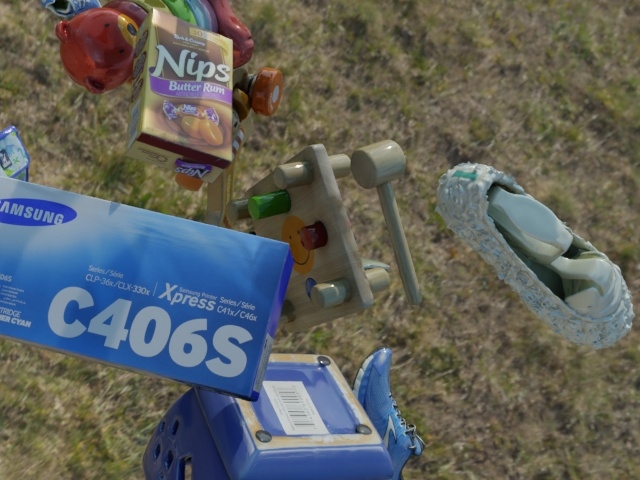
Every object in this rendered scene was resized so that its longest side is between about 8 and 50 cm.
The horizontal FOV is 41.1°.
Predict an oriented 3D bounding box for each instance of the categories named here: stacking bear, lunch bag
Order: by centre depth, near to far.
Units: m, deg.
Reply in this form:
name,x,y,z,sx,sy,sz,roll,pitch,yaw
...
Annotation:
name,x,y,z,sx,sy,sz,roll,pitch,yaw
stacking bear,-0.255,-0.293,1.234,0.289,0.164,0.176,-39,110,-54
lunch bag,-0.651,-0.141,1.701,0.096,0.151,0.129,22,38,11

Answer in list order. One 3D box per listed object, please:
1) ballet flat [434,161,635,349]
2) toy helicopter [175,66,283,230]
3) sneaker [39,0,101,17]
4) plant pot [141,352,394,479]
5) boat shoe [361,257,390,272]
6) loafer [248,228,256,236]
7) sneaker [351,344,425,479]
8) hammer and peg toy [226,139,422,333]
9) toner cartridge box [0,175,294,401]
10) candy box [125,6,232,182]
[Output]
name,x,y,z,sx,sy,sz,roll,pitch,yaw
ballet flat,0.341,0.031,1.259,0.408,0.147,0.147,36,55,-16
toy helicopter,-0.178,-0.137,1.509,0.140,0.355,0.235,15,36,11
sneaker,-0.591,-0.552,1.993,0.211,0.080,0.081,4,58,-61
plant pot,-0.062,0.268,1.030,0.235,0.212,0.236,7,29,-29
boat shoe,0.078,0.075,1.804,0.227,0.081,0.069,2,99,-61
loafer,-0.109,-0.012,1.783,0.078,0.080,0.220,24,48,0
sneaker,0.139,0.375,1.714,0.147,0.130,0.330,-1,91,13
hammer and peg toy,0.000,0.000,1.281,0.127,0.361,0.266,-14,84,-31
toner cartridge box,-0.216,0.049,0.905,0.347,0.075,0.165,13,75,5
candy box,-0.159,-0.168,0.978,0.109,0.053,0.187,16,52,-29
